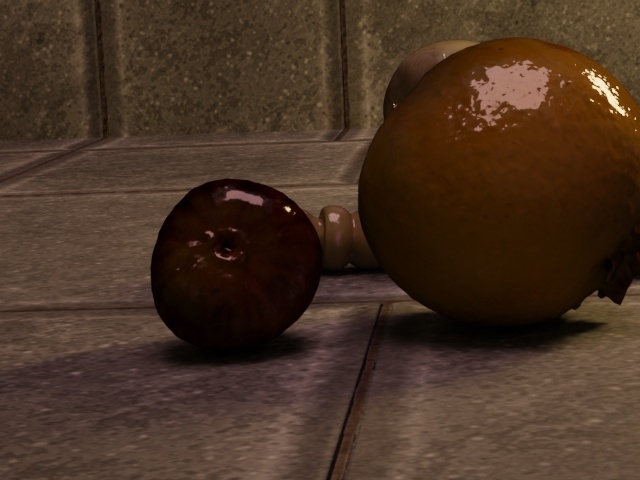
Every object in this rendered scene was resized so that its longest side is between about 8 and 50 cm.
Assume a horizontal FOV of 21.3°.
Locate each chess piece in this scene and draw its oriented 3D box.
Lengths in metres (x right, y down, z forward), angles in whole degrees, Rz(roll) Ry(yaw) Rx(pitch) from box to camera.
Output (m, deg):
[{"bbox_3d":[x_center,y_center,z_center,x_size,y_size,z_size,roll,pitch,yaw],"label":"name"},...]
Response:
[{"bbox_3d":[0.000,0.000,1.877,0.171,0.094,0.094,5,7,-8],"label":"chess piece"}]

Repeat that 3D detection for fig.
[{"bbox_3d":[-0.074,0.015,1.518,0.148,0.149,0.202,15,16,-5],"label":"fig"}]

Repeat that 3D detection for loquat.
[{"bbox_3d":[0.179,-0.042,1.548,0.275,0.274,0.275,-3,8,0],"label":"loquat"}]

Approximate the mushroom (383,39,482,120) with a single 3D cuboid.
[{"bbox_3d":[0.153,-0.082,1.873,0.234,0.254,0.260,-30,62,-26],"label":"mushroom"}]
